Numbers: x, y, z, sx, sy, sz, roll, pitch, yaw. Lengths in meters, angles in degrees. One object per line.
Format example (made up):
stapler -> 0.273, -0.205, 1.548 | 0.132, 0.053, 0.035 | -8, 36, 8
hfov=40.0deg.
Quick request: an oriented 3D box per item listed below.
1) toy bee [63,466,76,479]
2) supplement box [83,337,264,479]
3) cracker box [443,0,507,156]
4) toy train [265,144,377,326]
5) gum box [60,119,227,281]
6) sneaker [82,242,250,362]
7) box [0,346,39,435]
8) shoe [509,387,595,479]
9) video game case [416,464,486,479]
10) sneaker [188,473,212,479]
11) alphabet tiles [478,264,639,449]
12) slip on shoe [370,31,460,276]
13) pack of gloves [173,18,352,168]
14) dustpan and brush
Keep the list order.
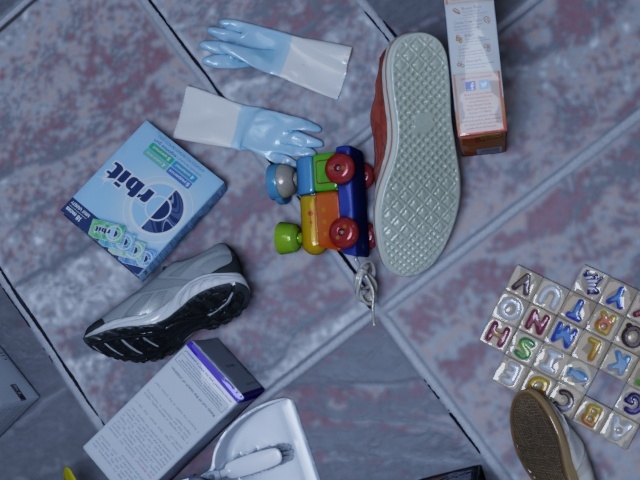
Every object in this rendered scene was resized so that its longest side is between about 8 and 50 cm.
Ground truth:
toy bee -> -0.368, 0.414, 1.249 | 0.298, 0.162, 0.195 | 8, 97, -17
supplement box -> -0.204, 0.251, 1.236 | 0.220, 0.111, 0.114 | -46, 79, 5
cracker box -> 0.205, -0.239, 1.165 | 0.067, 0.156, 0.232 | -6, 85, 11
toy train -> 0.000, 0.000, 1.223 | 0.143, 0.105, 0.248 | -5, 85, 22
gum box -> -0.256, -0.059, 1.281 | 0.157, 0.041, 0.184 | 38, 77, 11
sneaker -> -0.223, 0.094, 1.271 | 0.272, 0.100, 0.108 | -26, 48, 15
box -> -0.558, 0.231, 1.305 | 0.182, 0.119, 0.181 | -44, 79, 5
shoe -> 0.316, 0.298, 1.160 | 0.076, 0.058, 0.219 | -31, 74, 39
video game case -> 0.071, 0.353, 1.102 | 0.275, 0.248, 0.035 | -18, 83, 10
sneaker -> -0.150, 0.476, 1.150 | 0.182, 0.127, 0.315 | 20, 96, 2
alphabet tiles -> 0.347, 0.137, 1.184 | 0.237, 0.009, 0.198 | 27, 92, 12
slip on shoe -> 0.122, -0.116, 1.208 | 0.123, 0.101, 0.331 | -3, 98, -13
pack of gloves -> -0.091, -0.219, 1.281 | 0.232, 0.046, 0.195 | 16, 88, 12
dustpan and brush -> -0.121, 0.323, 1.239 | 0.211, 0.060, 0.147 | -21, 82, 9
